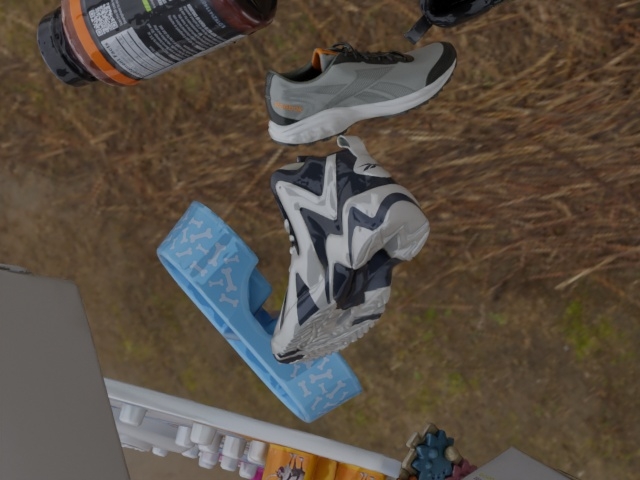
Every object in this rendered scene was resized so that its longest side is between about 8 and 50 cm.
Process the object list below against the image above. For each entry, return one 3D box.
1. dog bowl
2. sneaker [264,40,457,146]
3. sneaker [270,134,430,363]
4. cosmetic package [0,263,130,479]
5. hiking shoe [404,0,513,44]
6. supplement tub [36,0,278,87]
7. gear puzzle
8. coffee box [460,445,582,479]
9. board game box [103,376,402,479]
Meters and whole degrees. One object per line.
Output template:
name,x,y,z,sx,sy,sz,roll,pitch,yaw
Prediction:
dog bowl,-0.076,0.090,1.271,0.297,0.074,0.166,49,168,-6
sneaker,0.054,-0.209,1.413,0.100,0.272,0.108,39,147,61
sneaker,0.000,0.000,1.035,0.153,0.094,0.235,64,145,32
cosmetic package,-0.122,0.130,0.416,0.086,0.117,0.231,-21,77,10
hiking shoe,0.137,-0.201,0.678,0.086,0.114,0.227,36,143,-7
supplement tub,-0.141,-0.193,0.917,0.198,0.106,0.106,-17,96,28
gear puzzle,0.114,0.427,1.520,0.044,0.339,0.175,10,147,47
coffee box,0.060,0.278,0.660,0.119,0.297,0.168,22,133,54
board game box,-0.163,0.140,0.793,0.390,0.050,0.390,15,165,-1
